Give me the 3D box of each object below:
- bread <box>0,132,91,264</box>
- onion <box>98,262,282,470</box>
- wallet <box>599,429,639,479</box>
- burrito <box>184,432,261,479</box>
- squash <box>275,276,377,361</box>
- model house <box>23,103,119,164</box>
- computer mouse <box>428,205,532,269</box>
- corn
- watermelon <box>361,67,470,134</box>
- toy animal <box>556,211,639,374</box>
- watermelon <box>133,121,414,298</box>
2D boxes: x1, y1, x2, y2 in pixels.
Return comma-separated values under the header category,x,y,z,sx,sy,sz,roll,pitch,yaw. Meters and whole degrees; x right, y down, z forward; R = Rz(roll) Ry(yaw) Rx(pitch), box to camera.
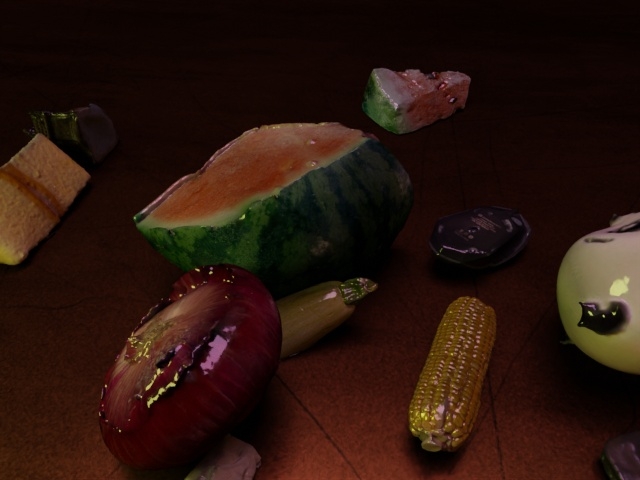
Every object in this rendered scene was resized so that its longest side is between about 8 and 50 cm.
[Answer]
category,x,y,z,sx,sy,sz,roll,pitch,yaw
bread,-0.534,-0.073,0.966,0.178,0.141,0.266,15,43,-4
onion,-0.143,0.143,0.642,0.161,0.248,0.248,34,43,-11
wallet,0.415,0.318,0.531,0.165,0.042,0.309,-6,41,-8
burrito,-0.142,0.292,0.572,0.058,0.063,0.229,-24,16,39
squash,-0.010,0.103,0.768,0.200,0.075,0.090,-23,22,8
model house,-0.509,-0.218,1.107,0.152,0.165,0.106,1,58,5
computer mouse,0.251,0.000,0.886,0.192,0.062,0.106,-21,43,-29
corn,0.168,0.160,0.692,0.080,0.080,0.238,16,42,20
watermelon,0.231,-0.320,1.248,0.241,0.094,0.154,-16,50,-19
toy animal,0.452,0.072,0.672,0.310,0.250,0.251,-1,40,13
watermelon,-0.044,-0.046,0.757,0.319,0.222,0.292,40,70,-3
